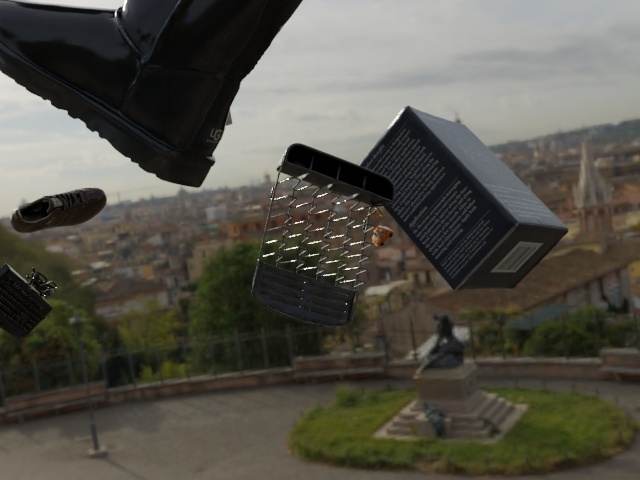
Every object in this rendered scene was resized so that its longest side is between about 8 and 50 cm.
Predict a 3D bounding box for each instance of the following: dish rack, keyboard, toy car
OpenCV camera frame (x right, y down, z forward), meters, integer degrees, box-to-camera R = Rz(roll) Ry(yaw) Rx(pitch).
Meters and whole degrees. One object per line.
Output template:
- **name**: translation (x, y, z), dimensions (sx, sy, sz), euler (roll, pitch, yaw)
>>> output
- **dish rack**: translation (0.000, 0.000, 1.288), dimensions (0.208, 0.271, 0.074), euler (18, -17, -21)
- **keyboard**: translation (-0.431, 0.090, 1.151), dimensions (0.038, 0.100, 0.192), euler (32, -17, 11)
- **toy car**: translation (0.143, -0.039, 2.013), dimensions (0.060, 0.040, 0.122), euler (-34, 39, 10)

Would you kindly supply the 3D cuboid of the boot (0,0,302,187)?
- **boot**: translation (-0.173, -0.342, 0.898), dimensions (0.367, 0.445, 0.146), euler (33, 15, 13)

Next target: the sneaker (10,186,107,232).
- **sneaker**: translation (-0.503, -0.061, 1.526), dimensions (0.188, 0.066, 0.071), euler (-23, -6, -24)

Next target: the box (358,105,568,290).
- **box**: translation (0.326, -0.093, 1.838), dimensions (0.293, 0.395, 0.212), euler (4, -48, -52)

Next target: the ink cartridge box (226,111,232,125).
- **ink cartridge box**: translation (-0.318, -0.387, 2.103), dimensions (0.127, 0.175, 0.072), euler (-18, 32, -18)
